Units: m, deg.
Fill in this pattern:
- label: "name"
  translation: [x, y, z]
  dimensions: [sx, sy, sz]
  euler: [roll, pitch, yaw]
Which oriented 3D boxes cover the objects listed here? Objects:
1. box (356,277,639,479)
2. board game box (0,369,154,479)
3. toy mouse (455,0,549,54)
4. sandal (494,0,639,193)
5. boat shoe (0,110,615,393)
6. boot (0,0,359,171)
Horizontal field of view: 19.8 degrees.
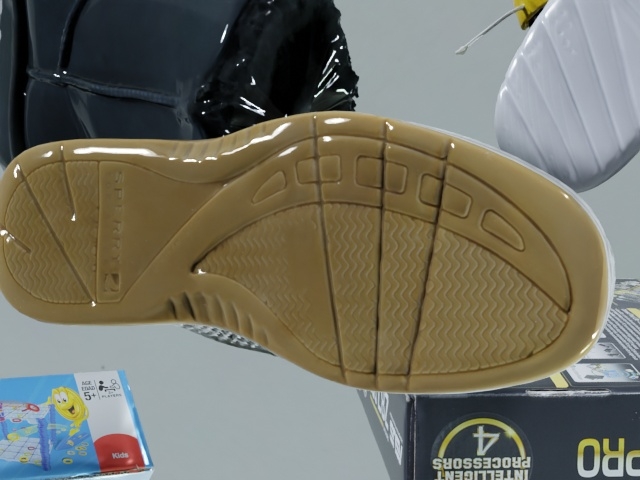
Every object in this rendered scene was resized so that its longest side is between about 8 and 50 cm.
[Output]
- label: "box"
  translation: [0.193, 0.100, 1.320]
  dimensions: [0.318, 0.395, 0.097]
  euler: [-2, 99, -5]
- label: "board game box"
  translation: [-0.306, 0.220, 1.304]
  dimensions: [0.302, 0.308, 0.086]
  euler: [-2, 53, -27]
- label: "toy mouse"
  translation: [0.159, -0.164, 0.979]
  dimensions: [0.161, 0.143, 0.031]
  euler: [-18, 73, -31]
- label: "sandal"
  translation: [0.179, -0.136, 0.867]
  dimensions: [0.102, 0.076, 0.265]
  euler: [43, 104, 20]
- label: "boat shoe"
  translation: [0.000, 0.000, 0.712]
  dimensions: [0.277, 0.096, 0.098]
  euler: [8, 93, 35]
- label: "boot"
  translation: [-0.068, -0.124, 0.848]
  dimensions: [0.094, 0.207, 0.246]
  euler: [-4, 100, -42]
